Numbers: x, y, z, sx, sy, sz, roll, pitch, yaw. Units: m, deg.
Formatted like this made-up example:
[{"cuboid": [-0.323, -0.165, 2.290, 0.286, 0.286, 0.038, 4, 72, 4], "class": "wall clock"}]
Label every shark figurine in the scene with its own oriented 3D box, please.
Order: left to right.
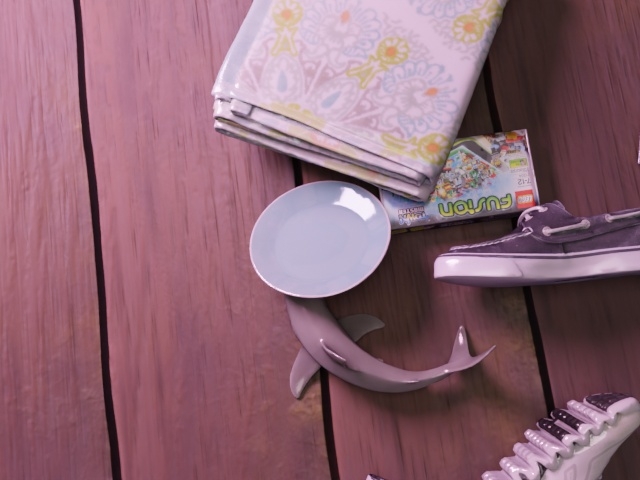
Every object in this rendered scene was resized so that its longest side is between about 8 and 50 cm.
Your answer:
[{"cuboid": [0.060, 0.146, 0.957, 0.278, 0.116, 0.166, 20, 83, 9], "class": "shark figurine"}]

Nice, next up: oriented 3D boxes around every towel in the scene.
[{"cuboid": [0.060, -0.263, 1.026, 0.320, 0.090, 0.375, 21, 75, 7], "class": "towel"}]

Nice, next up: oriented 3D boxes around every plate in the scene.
[{"cuboid": [0.000, 0.000, 1.003, 0.188, 0.024, 0.188, -6, 54, 9], "class": "plate"}]

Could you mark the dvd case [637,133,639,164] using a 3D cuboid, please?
[{"cuboid": [0.524, -0.200, 1.041, 0.164, 0.018, 0.221, 8, 80, 4], "class": "dvd case"}]

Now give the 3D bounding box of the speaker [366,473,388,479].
[{"cuboid": [0.059, 0.363, 0.944, 0.055, 0.055, 0.136, 21, 81, 7], "class": "speaker"}]

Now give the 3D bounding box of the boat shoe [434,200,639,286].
[{"cuboid": [0.290, 0.001, 0.972, 0.301, 0.108, 0.102, -5, 81, 0], "class": "boat shoe"}]

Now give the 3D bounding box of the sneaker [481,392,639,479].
[{"cuboid": [0.278, 0.298, 0.926, 0.292, 0.110, 0.118, -41, 88, 4], "class": "sneaker"}]

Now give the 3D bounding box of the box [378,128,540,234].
[{"cuboid": [0.181, -0.078, 1.028, 0.206, 0.036, 0.114, -9, 79, 2], "class": "box"}]
